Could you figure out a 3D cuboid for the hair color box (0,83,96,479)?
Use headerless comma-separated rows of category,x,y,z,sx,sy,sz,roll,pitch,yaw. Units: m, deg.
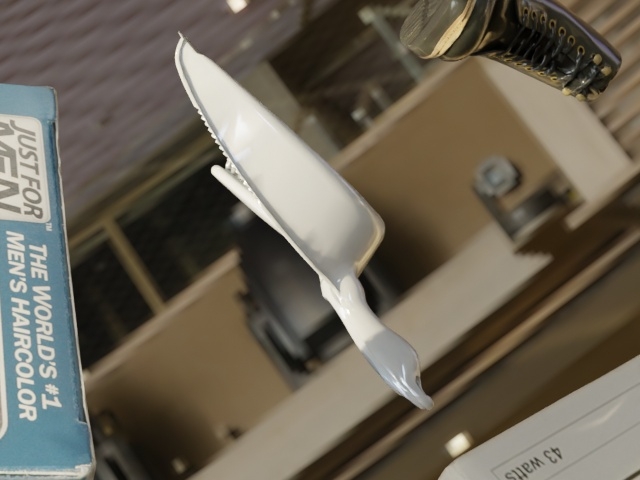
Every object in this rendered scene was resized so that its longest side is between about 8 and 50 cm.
hair color box,-0.161,0.125,0.688,0.105,0.174,0.347,2,-46,-16

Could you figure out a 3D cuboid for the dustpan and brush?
dustpan and brush,0.000,0.000,0.963,0.060,0.211,0.147,-47,-28,-1

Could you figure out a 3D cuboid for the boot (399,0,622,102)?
boot,0.127,-0.123,1.152,0.077,0.137,0.198,-48,7,26

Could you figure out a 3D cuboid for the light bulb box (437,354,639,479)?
light bulb box,0.233,0.233,0.857,0.358,0.361,0.225,-21,-30,-46
